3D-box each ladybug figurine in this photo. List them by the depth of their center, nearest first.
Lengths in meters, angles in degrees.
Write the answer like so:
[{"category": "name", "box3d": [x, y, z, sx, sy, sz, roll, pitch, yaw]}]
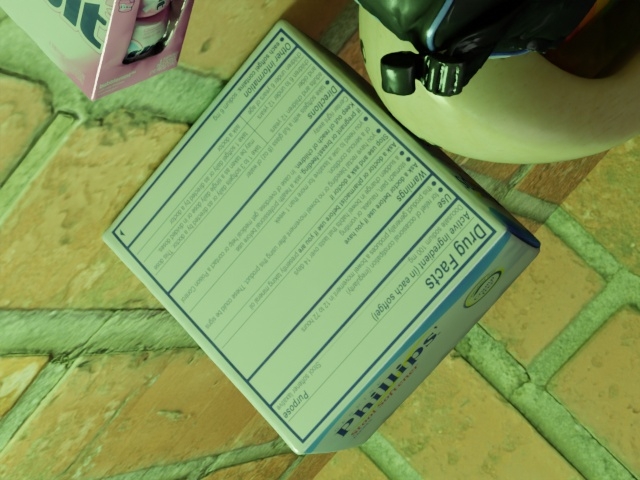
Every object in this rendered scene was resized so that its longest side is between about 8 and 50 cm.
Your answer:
[{"category": "ladybug figurine", "box3d": [0.190, -0.221, 1.129, 0.449, 0.305, 0.162, -37, -176, -37]}]

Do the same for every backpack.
[{"category": "backpack", "box3d": [0.126, -0.239, 0.837, 0.276, 0.213, 0.263, -49, 158, 19]}]

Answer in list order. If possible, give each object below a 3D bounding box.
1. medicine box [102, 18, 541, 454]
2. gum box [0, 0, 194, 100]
[{"category": "medicine box", "box3d": [0.000, 0.000, 1.153, 0.263, 0.289, 0.149, -49, 161, 11]}, {"category": "gum box", "box3d": [-0.139, -0.172, 0.666, 0.062, 0.188, 0.107, -30, 157, -37]}]
